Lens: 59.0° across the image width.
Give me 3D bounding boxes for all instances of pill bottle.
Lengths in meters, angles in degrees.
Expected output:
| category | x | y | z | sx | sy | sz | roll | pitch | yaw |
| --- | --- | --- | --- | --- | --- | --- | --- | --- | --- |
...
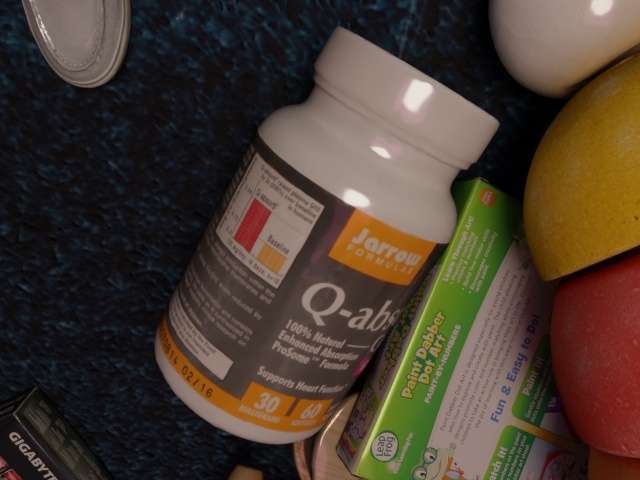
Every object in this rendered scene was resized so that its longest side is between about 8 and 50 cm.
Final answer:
| category | x | y | z | sx | sy | sz | roll | pitch | yaw |
| --- | --- | --- | --- | --- | --- | --- | --- | --- | --- |
| pill bottle | 0.000 | 0.000 | 0.428 | 0.162 | 0.162 | 0.279 | 27 | 108 | -11 |

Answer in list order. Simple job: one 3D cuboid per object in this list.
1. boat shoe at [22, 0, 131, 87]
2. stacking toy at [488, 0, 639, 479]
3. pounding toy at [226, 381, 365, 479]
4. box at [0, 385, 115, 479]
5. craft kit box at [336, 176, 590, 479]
| category | x | y | z | sx | sy | sz | roll | pitch | yaw |
| --- | --- | --- | --- | --- | --- | --- | --- | --- | --- |
| boat shoe | -0.185 | -0.219 | 0.384 | 0.079 | 0.081 | 0.228 | -1 | 110 | -1 |
| stacking toy | 0.244 | -0.003 | 0.344 | 0.350 | 0.350 | 0.480 | -28 | 81 | 9 |
| pounding toy | 0.042 | 0.209 | 0.552 | 0.269 | 0.155 | 0.154 | 11 | 86 | -18 |
| box | -0.307 | 0.278 | 0.586 | 0.175 | 0.051 | 0.220 | -26 | 108 | 9 |
| craft kit box | 0.174 | 0.113 | 0.477 | 0.246 | 0.061 | 0.250 | 26 | 84 | -15 |
